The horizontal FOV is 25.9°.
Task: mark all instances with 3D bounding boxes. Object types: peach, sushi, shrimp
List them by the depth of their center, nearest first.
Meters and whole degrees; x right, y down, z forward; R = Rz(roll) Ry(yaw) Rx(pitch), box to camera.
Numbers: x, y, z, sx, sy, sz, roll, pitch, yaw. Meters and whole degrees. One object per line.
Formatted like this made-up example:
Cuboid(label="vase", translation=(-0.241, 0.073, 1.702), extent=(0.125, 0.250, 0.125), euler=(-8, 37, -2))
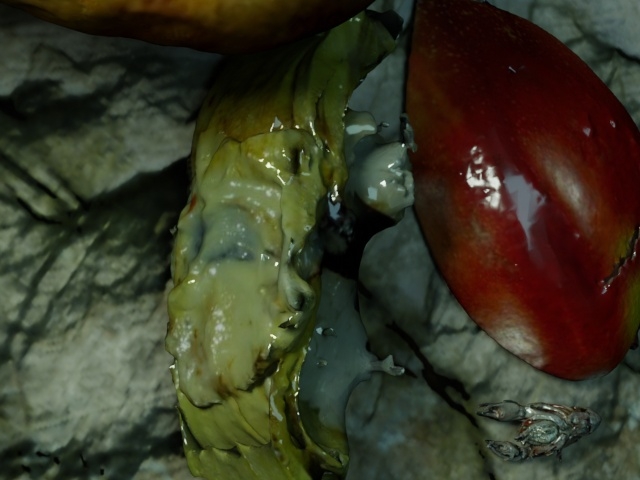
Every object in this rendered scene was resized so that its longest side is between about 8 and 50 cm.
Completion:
Cuboid(label="sushi", translation=(-0.006, -0.001, 0.750), extent=(0.131, 0.139, 0.291), euler=(21, 70, -33))
Cuboid(label="shrimp", translation=(0.135, 0.121, 0.873), extent=(0.092, 0.029, 0.038), euler=(7, 87, -23))
Cuboid(label="peach", translation=(0.147, -0.048, 0.884), extent=(0.189, 0.068, 0.279), euler=(-35, 99, -31))

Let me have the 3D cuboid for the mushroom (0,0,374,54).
Cuboid(label="mushroom", translation=(-0.124, -0.218, 0.685), extent=(0.345, 0.259, 0.345), euler=(24, 40, -22))
